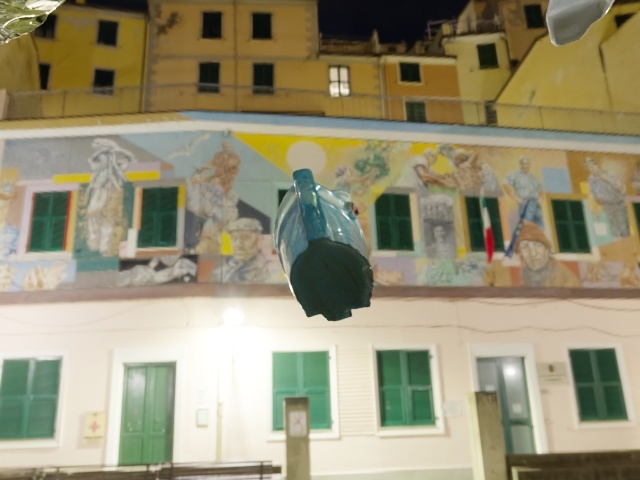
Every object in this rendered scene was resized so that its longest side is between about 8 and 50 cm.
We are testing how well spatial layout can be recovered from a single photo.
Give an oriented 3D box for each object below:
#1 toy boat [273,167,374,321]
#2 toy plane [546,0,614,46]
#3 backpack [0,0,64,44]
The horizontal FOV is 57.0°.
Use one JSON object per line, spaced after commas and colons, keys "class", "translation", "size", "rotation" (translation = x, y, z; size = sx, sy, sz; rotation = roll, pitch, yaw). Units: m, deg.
{"class": "toy boat", "translation": [0.000, 0.000, 0.598], "size": [0.088, 0.102, 0.215], "rotation": [-13, -31, 2]}
{"class": "toy plane", "translation": [0.136, -0.222, 0.314], "size": [0.117, 0.245, 0.244], "rotation": [20, -28, -37]}
{"class": "backpack", "translation": [-0.463, -0.364, 0.812], "size": [0.253, 0.140, 0.207], "rotation": [-22, 6, 9]}
